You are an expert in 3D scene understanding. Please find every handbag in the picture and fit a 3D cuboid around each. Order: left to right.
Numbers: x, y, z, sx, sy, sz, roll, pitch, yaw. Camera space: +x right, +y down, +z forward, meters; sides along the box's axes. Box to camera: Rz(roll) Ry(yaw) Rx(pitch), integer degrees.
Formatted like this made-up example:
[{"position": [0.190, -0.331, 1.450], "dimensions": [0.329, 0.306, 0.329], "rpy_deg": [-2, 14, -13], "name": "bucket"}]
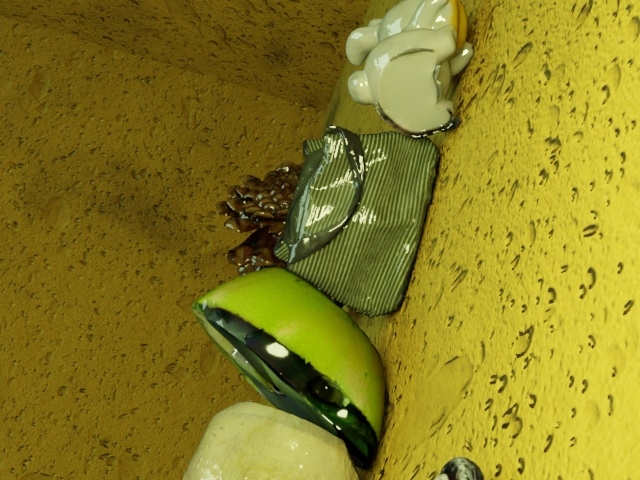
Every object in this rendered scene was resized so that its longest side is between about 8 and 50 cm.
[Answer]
[{"position": [0.062, -0.047, 1.392], "dimensions": [0.247, 0.240, 0.341], "rpy_deg": [-158, 85, -79], "name": "handbag"}]

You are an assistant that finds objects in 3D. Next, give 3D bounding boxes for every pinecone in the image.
[{"position": [-0.045, 0.019, 1.719], "dimensions": [0.384, 0.384, 0.385], "rpy_deg": [-165, 90, -83], "name": "pinecone"}]

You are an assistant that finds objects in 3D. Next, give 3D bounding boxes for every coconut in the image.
[{"position": [-0.076, 0.418, 1.194], "dimensions": [0.255, 0.297, 0.297], "rpy_deg": [-65, 3, -23], "name": "coconut"}]

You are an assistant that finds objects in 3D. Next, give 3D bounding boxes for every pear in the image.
[{"position": [-0.025, 0.189, 1.293], "dimensions": [0.165, 0.399, 0.399], "rpy_deg": [-48, -1, -18], "name": "pear"}]

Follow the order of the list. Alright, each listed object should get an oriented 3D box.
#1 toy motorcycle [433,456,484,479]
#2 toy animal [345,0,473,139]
[{"position": [0.110, 0.364, 0.659], "dimensions": [0.223, 0.107, 0.341], "rpy_deg": [134, 153, -75], "name": "toy motorcycle"}, {"position": [0.161, -0.326, 1.358], "dimensions": [0.247, 0.183, 0.310], "rpy_deg": [-33, 31, 25], "name": "toy animal"}]
